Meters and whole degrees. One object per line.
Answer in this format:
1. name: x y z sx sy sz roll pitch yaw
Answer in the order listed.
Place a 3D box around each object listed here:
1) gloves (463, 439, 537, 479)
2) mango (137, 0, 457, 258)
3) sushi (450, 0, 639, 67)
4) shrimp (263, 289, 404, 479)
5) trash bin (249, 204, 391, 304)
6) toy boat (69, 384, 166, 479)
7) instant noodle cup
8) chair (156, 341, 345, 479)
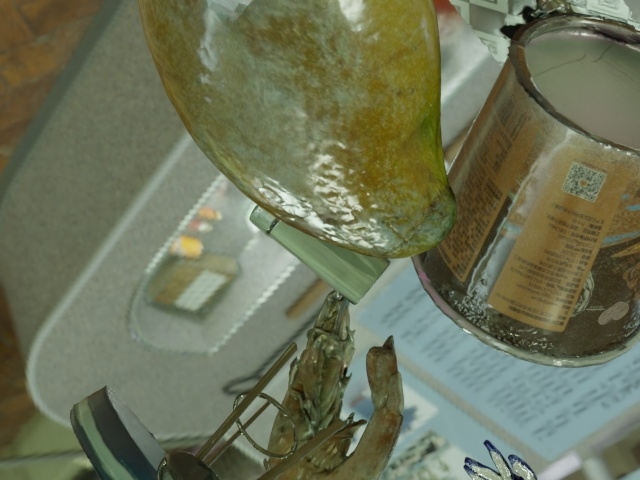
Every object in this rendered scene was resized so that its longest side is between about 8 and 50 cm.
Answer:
1. gloves: 0.187 0.242 1.186 0.026 0.086 0.064 -41 155 -61
2. mango: -0.008 -0.120 0.783 0.193 0.146 0.316 -17 117 25
3. sushi: 0.282 -0.260 1.354 0.220 0.047 0.231 0 144 49
4. shrimp: 0.025 0.215 1.511 0.085 0.360 0.247 30 140 -30
5. trash bin: 0.000 0.000 1.111 0.059 0.130 0.116 -51 178 0
6. toy boat: -0.239 0.261 1.431 0.062 0.299 0.096 -50 128 -1
7. instant noodle cup: 0.197 -0.046 0.908 0.217 0.217 0.207 -10 140 -26
8. chair: -0.081 0.207 1.148 0.095 0.104 0.221 -28 -172 42
